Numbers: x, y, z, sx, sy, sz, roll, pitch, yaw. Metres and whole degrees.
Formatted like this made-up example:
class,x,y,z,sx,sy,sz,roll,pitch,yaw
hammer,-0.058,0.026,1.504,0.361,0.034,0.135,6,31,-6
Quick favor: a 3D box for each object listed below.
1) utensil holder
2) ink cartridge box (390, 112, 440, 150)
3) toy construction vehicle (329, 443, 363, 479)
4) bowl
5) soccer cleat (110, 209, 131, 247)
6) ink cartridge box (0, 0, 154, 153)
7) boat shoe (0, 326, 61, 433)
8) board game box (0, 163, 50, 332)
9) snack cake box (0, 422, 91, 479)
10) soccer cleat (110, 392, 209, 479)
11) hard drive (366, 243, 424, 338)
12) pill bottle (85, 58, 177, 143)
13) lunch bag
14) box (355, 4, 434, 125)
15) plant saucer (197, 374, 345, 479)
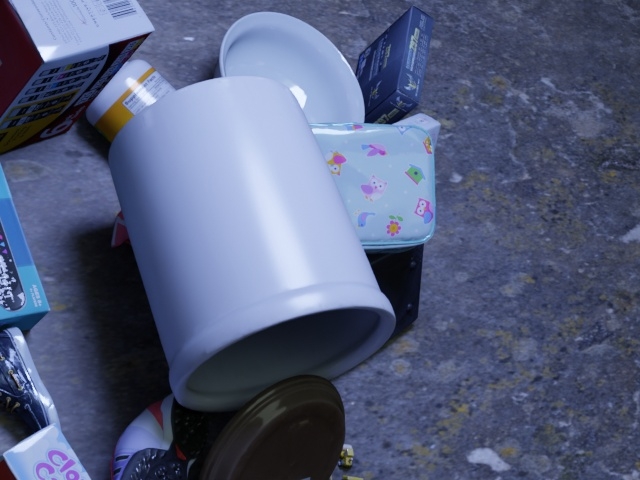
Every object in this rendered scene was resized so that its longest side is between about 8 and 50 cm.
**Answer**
class,x,y,z,sx,sy,sz,roll,pitch,yaw
utensil holder,-0.112,0.006,1.776,0.327,0.327,0.385,-3,60,-39
ink cartridge box,0.114,-0.113,2.229,0.066,0.189,0.232,29,36,27
toy construction vehicle,0.032,0.368,1.983,0.086,0.035,0.098,17,56,-30
bowl,-0.079,-0.247,2.187,0.298,0.134,0.298,18,56,-29
soccer cleat,-0.218,0.021,1.970,0.248,0.083,0.095,30,65,-20
ink cartridge box,-0.439,-0.246,1.785,0.272,0.309,0.130,-27,83,-43
boat shoe,-0.427,0.215,1.704,0.083,0.065,0.183,-21,79,-31
board game box,-0.570,0.022,1.687,0.336,0.079,0.254,-10,72,-41
snack cake box,-0.338,0.388,1.603,0.089,0.152,0.264,-31,86,-41
soccer cleat,-0.239,0.315,1.667,0.108,0.116,0.318,58,16,-15
hard drive,0.084,0.101,2.104,0.255,0.054,0.172,-25,126,-47
pill bottle,-0.291,-0.205,1.995,0.246,0.136,0.136,44,47,-8
lunch bag,0.047,-0.079,2.024,0.279,0.108,0.224,-1,86,-13
box,0.129,-0.311,2.351,0.059,0.183,0.232,29,51,-22
plant saucer,-0.061,0.323,1.795,0.278,0.278,0.041,-15,37,-42
